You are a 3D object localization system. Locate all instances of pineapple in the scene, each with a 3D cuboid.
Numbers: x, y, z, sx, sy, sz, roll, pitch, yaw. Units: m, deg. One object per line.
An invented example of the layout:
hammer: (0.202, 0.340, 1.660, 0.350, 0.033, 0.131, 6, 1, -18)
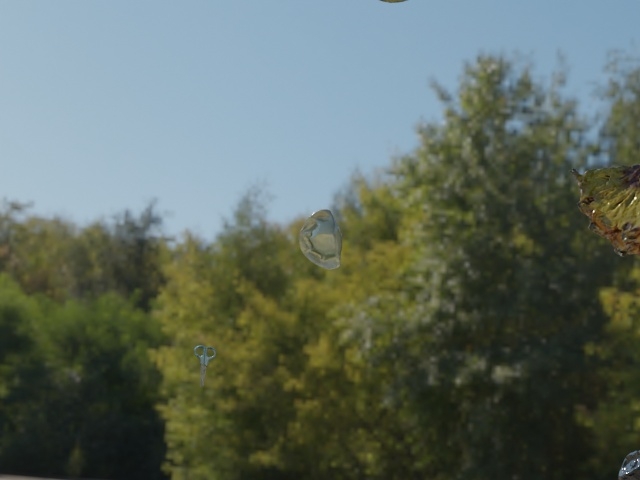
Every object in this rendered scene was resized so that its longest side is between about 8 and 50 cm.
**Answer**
pineapple: (0.405, -0.032, 1.531, 0.233, 0.135, 0.079, -8, -31, 44)

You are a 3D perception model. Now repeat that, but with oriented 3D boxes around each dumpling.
dumpling: (0.000, -0.001, 1.715, 0.059, 0.077, 0.043, -13, 21, 6)

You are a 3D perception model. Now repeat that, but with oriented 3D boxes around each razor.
razor: (0.511, 0.360, 1.832, 0.148, 0.054, 0.090, 26, -26, -5)

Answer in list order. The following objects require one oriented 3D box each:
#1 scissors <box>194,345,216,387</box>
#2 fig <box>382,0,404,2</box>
scissors: (-0.189, 0.205, 2.034, 0.036, 0.083, 0.006, 7, 31, -1)
fig: (0.137, -0.624, 2.394, 0.258, 0.326, 0.258, -29, 4, 2)
